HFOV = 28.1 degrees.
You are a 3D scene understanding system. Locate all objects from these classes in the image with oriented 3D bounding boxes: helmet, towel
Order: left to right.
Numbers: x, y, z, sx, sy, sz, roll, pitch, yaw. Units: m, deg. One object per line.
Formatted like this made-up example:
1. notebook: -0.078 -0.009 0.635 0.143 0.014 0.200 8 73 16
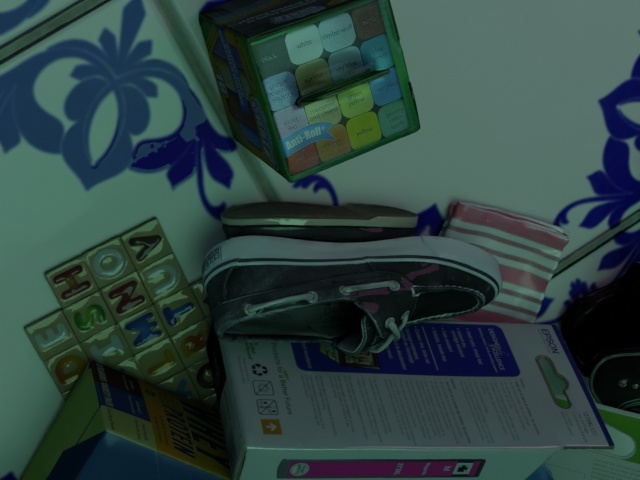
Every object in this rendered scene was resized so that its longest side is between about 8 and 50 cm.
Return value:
1. towel: 0.171 0.064 1.353 0.144 0.029 0.197 13 103 -23
2. helmet: 0.354 0.109 1.364 0.161 0.169 0.169 -32 117 10

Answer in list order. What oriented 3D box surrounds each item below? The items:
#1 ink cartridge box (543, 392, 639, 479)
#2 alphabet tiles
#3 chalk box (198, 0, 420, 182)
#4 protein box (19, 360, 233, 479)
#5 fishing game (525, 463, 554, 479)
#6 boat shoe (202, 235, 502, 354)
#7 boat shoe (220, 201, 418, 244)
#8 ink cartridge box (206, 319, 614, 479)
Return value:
1. ink cartridge box: 0.289 0.282 1.384 0.188 0.097 0.255 13 106 18
2. alphabet tiles: -0.165 0.103 1.252 0.198 0.009 0.237 -27 116 -10
3. chalk box: -0.004 -0.142 1.111 0.132 0.213 0.132 -21 114 -12
4. protein box: -0.171 0.259 1.220 0.201 0.136 0.200 27 103 -25
5. fishing game: 0.172 0.290 1.359 0.189 0.041 0.264 -20 88 27
6. boat shoe: 0.039 0.060 1.212 0.301 0.102 0.108 4 143 -22
7. boat shoe: 0.000 0.000 1.242 0.206 0.075 0.065 0 105 -26
8. ink cartridge box: 0.084 0.153 1.243 0.370 0.176 0.069 1 130 -16
